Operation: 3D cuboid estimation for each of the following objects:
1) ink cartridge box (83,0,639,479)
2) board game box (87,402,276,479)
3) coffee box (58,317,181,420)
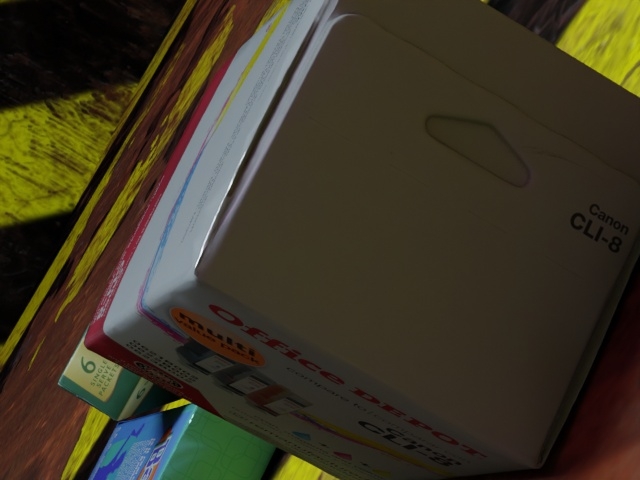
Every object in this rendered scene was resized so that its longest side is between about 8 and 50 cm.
[{"bbox_3d":[0.015,0.001,0.651,0.127,0.128,0.176,-64,11,-17],"label":"ink cartridge box"},{"bbox_3d":[-0.101,0.166,0.965,0.160,0.047,0.210,-63,11,-15],"label":"board game box"},{"bbox_3d":[-0.062,0.030,0.987,0.113,0.040,0.184,-59,-13,8],"label":"coffee box"}]
